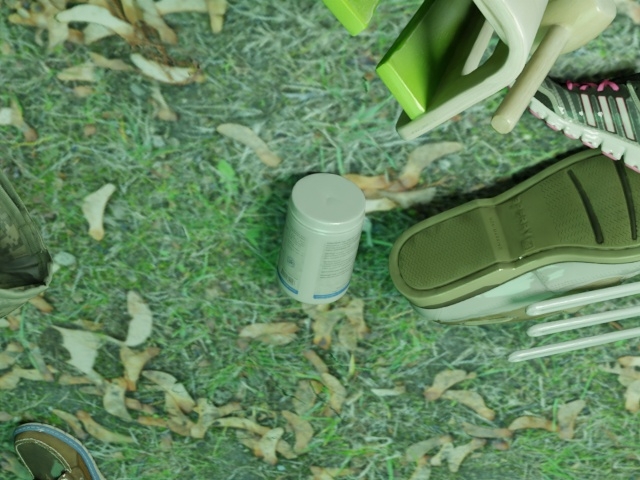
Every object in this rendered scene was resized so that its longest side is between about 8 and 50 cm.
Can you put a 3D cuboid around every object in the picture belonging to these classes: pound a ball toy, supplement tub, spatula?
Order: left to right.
[{"bbox_3d":[0.000,0.000,1.253,0.071,0.071,0.107,11,133,-1],"label":"supplement tub"},{"bbox_3d":[0.126,-0.178,0.932,0.136,0.319,0.208,-31,106,31],"label":"pound a ball toy"},{"bbox_3d":[0.289,0.065,1.227,0.242,0.019,0.168,-12,157,-7],"label":"spatula"}]

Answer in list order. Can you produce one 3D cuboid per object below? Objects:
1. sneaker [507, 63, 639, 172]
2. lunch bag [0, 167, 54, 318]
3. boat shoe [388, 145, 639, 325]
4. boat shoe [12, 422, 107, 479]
[{"bbox_3d":[0.233,-0.112,1.120,0.170,0.063,0.075,27,104,4],"label":"sneaker"},{"bbox_3d":[-0.415,0.002,1.250,0.235,0.169,0.287,-30,127,31],"label":"lunch bag"},{"bbox_3d":[0.216,0.000,1.206,0.302,0.113,0.103,-14,150,18],"label":"boat shoe"},{"bbox_3d":[-0.285,0.278,1.557,0.066,0.066,0.183,-21,126,25],"label":"boat shoe"}]
